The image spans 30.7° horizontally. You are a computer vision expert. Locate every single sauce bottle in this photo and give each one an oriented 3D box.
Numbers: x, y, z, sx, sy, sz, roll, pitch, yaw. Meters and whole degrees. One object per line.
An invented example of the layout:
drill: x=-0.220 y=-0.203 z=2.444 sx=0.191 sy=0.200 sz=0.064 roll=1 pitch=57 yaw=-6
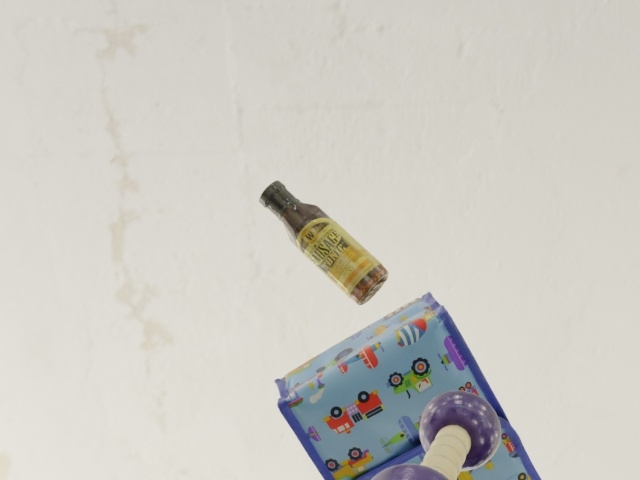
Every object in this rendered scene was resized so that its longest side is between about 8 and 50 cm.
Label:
sauce bottle: x=0.000 y=0.000 z=0.990 sx=0.128 sy=0.042 sz=0.042 roll=41 pitch=-50 yaw=14

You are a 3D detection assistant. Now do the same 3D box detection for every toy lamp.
toy lamp: x=0.081 y=0.178 z=0.856 sx=0.080 sy=0.275 sz=0.080 roll=2 pitch=-83 yaw=14

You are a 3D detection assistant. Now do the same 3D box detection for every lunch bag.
lunch bag: x=0.113 y=0.246 z=1.375 sx=0.221 sy=0.138 sz=0.293 roll=-30 pitch=-83 yaw=0
